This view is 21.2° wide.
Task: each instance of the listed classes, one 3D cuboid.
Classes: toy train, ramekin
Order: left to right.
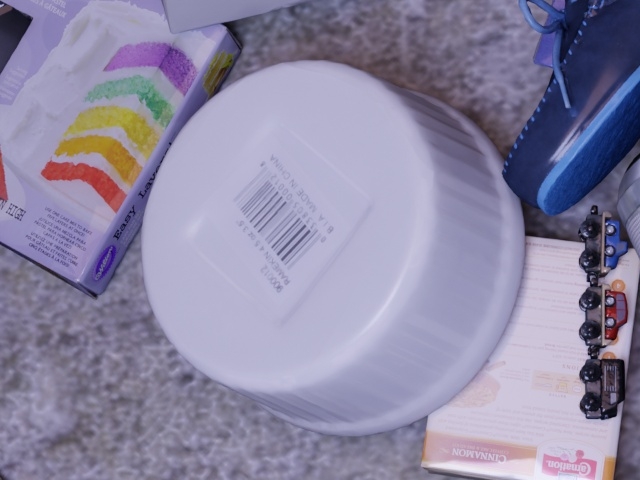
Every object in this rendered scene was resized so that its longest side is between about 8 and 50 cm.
[{"bbox_3d":[0.000,0.000,1.274,0.277,0.135,0.277,-8,73,27],"label":"ramekin"},{"bbox_3d":[0.207,0.052,1.250,0.036,0.027,0.158,0,79,4],"label":"toy train"}]

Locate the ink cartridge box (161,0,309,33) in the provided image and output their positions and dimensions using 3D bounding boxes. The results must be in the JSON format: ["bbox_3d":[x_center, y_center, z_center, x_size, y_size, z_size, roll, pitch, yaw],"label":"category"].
[{"bbox_3d":[-0.066,-0.306,1.310,0.168,0.232,0.171,-14,62,-6],"label":"ink cartridge box"}]

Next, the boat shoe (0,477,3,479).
[{"bbox_3d":[-0.389,0.164,1.365,0.341,0.110,0.121,32,86,15],"label":"boat shoe"}]

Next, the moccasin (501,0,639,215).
[{"bbox_3d":[0.230,-0.175,1.273,0.117,0.137,0.342,34,80,18],"label":"moccasin"}]

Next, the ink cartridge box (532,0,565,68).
[{"bbox_3d":[0.351,-0.252,1.340,0.304,0.072,0.307,16,80,13],"label":"ink cartridge box"}]

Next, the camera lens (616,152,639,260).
[{"bbox_3d":[0.351,0.026,1.199,0.219,0.219,0.274,-24,75,5],"label":"camera lens"}]

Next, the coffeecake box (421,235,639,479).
[{"bbox_3d":[0.161,0.094,1.299,0.142,0.068,0.185,7,79,11],"label":"coffeecake box"}]

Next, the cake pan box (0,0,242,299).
[{"bbox_3d":[-0.236,-0.121,1.421,0.267,0.070,0.245,30,83,16],"label":"cake pan box"}]
